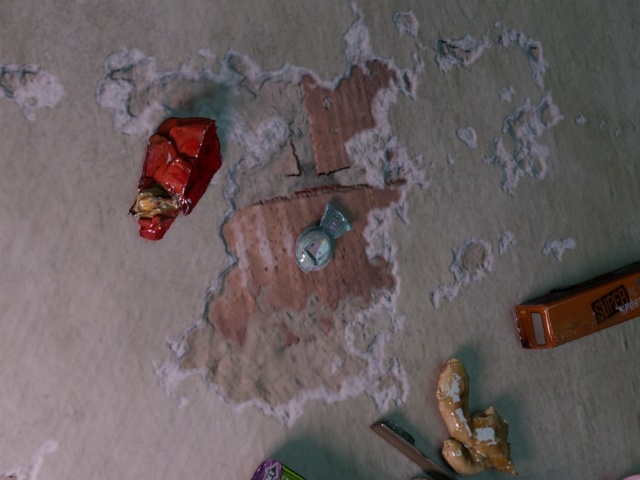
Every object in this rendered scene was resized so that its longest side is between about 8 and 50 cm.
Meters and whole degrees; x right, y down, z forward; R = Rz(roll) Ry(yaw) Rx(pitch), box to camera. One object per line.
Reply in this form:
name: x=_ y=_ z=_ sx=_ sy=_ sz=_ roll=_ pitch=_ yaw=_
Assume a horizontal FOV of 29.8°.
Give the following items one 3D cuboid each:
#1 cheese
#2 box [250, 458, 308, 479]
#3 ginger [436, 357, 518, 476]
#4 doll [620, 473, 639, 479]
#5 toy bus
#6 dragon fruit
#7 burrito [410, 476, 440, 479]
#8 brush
cheese: x=0.000 y=0.000 z=1.892 sx=0.067 sy=0.026 sz=0.120 roll=46 pitch=62 yaw=-18
box: x=0.032 y=0.466 z=1.800 sx=0.345 sy=0.097 sz=0.134 roll=37 pitch=77 yaw=-23
ginger: x=0.254 y=0.297 z=1.991 sx=0.133 sy=0.059 sz=0.214 roll=-9 pitch=87 yaw=-24
doll: x=0.581 y=0.494 z=2.140 sx=0.192 sy=0.095 sz=0.149 roll=31 pitch=74 yaw=-26
toy bus: x=0.525 y=0.104 z=2.161 sx=0.409 sy=0.092 sz=0.093 roll=-16 pitch=94 yaw=-31
dragon fruit: x=-0.222 y=-0.089 z=1.759 sx=0.092 sy=0.122 sz=0.192 roll=18 pitch=73 yaw=13
burrito: x=0.291 y=0.489 z=1.934 sx=0.348 sy=0.107 sz=0.175 roll=31 pitch=32 yaw=-22
brush: x=0.158 y=0.342 z=1.940 sx=0.190 sy=0.034 sz=0.027 roll=40 pitch=49 yaw=-20
